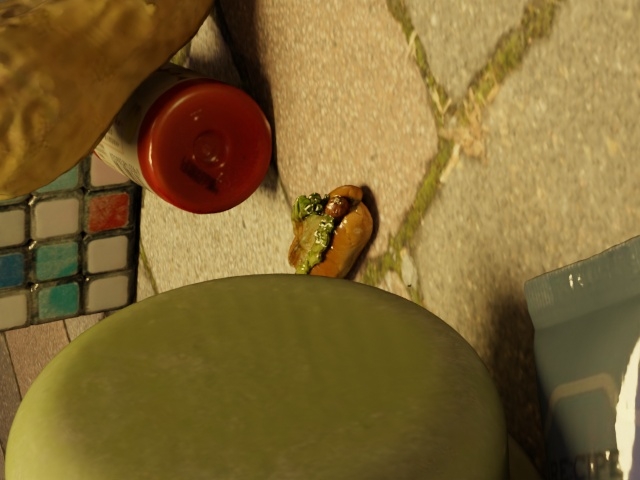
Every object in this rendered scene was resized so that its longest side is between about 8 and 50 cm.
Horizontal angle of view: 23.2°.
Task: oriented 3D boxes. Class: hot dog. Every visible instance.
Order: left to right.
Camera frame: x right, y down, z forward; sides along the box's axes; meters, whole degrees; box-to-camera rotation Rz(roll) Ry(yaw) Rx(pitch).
[{"bbox_3d":[0.000,0.000,1.096,0.133,0.041,0.056,120,135,-58],"label":"hot dog"}]

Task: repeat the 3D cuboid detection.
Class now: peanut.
[{"bbox_3d":[-0.185,-0.153,1.188,0.149,0.313,0.149,33,159,15],"label":"peanut"}]

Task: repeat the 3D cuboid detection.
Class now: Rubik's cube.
[{"bbox_3d":[-0.363,-0.094,1.620,0.293,0.292,0.287,-126,33,-44],"label":"Rubik's cube"}]

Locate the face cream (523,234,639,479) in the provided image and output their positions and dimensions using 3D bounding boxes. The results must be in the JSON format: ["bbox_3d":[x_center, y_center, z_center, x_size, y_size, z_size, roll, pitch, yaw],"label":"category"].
[{"bbox_3d":[0.160,0.194,0.739,0.135,0.086,0.385,147,116,-66],"label":"face cream"}]

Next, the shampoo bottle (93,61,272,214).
[{"bbox_3d":[-0.137,-0.098,1.306,0.278,0.104,0.104,-152,56,-63],"label":"shampoo bottle"}]

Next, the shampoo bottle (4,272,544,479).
[{"bbox_3d":[-0.025,0.202,0.873,0.322,0.322,0.317,-130,29,-52],"label":"shampoo bottle"}]
